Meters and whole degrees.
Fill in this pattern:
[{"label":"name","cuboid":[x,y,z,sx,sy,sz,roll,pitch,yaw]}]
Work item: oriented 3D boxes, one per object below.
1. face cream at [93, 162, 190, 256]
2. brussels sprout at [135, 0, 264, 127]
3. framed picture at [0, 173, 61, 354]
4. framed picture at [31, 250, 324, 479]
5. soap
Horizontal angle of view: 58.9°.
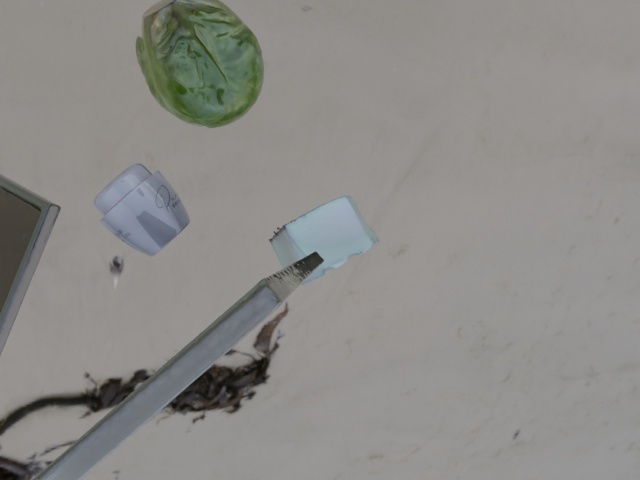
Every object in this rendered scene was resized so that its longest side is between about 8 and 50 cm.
[{"label":"face cream","cuboid":[-0.210,-0.035,0.673,0.091,0.091,0.095,-39,103,10]},{"label":"brussels sprout","cuboid":[-0.218,-0.329,1.043,0.244,0.244,0.244,-13,132,-15]},{"label":"framed picture","cuboid":[-0.497,0.007,0.776,0.024,0.315,0.232,21,93,-62]},{"label":"framed picture","cuboid":[-0.100,0.098,0.470,0.240,0.020,0.324,-41,178,4]},{"label":"soap","cuboid":[0.000,0.000,0.871,0.145,0.091,0.230,-29,179,-18]}]
